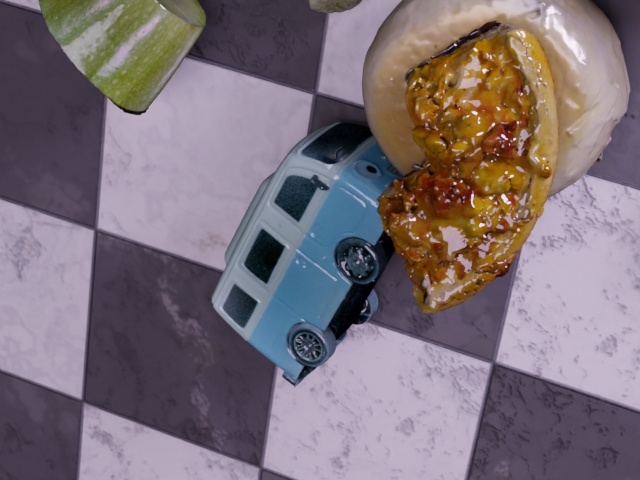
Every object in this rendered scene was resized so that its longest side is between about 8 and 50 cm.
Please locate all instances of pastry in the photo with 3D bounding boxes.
[{"bbox_3d":[0.169,-0.149,1.457,0.265,0.133,0.265,10,118,19],"label":"pastry"}]

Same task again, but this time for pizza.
[{"bbox_3d":[0.131,-0.060,1.395,0.161,0.085,0.305,19,121,11],"label":"pizza"}]

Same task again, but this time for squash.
[{"bbox_3d":[-0.205,-0.230,1.584,0.123,0.170,0.170,-40,93,19],"label":"squash"}]

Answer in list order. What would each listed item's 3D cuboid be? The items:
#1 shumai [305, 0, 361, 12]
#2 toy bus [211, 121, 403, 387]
[{"bbox_3d":[0.009,-0.279,1.521,0.083,0.082,0.080,-34,59,5],"label":"shumai"},{"bbox_3d":[0.000,0.000,1.608,0.165,0.133,0.271,36,125,10],"label":"toy bus"}]
